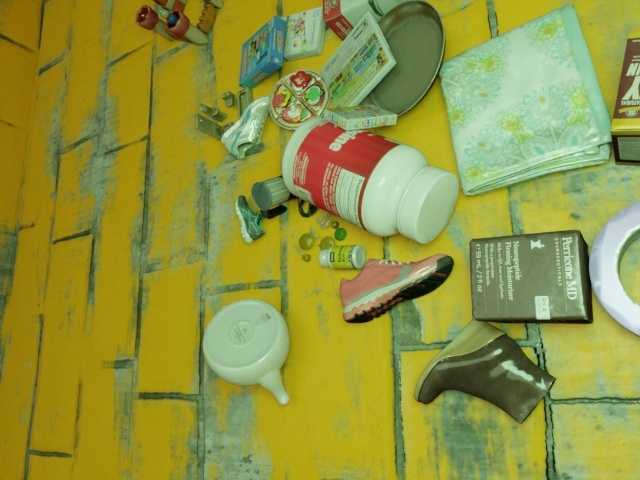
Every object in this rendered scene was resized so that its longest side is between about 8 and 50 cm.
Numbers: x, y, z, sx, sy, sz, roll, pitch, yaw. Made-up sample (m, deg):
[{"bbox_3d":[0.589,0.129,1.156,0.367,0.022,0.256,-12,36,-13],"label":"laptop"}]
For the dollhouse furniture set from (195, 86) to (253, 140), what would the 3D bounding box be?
[{"bbox_3d":[-0.323,-0.443,1.618,0.151,0.123,0.144,-16,71,30],"label":"dollhouse furniture set"}]

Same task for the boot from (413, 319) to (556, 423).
[{"bbox_3d":[0.338,0.311,1.025,0.248,0.090,0.207,-52,55,9],"label":"boot"}]

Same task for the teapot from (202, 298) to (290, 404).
[{"bbox_3d":[-0.193,0.296,1.339,0.253,0.187,0.256,2,53,16],"label":"teapot"}]

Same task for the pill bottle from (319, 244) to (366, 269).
[{"bbox_3d":[0.058,0.046,1.289,0.116,0.065,0.065,-4,77,34],"label":"pill bottle"}]

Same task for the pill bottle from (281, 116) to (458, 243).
[{"bbox_3d":[0.117,-0.148,1.194,0.408,0.229,0.229,28,95,34],"label":"pill bottle"}]

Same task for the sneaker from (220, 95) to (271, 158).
[{"bbox_3d":[-0.219,-0.368,1.566,0.228,0.087,0.092,-45,75,19],"label":"sneaker"}]

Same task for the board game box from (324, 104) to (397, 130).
[{"bbox_3d":[0.102,-0.314,1.222,0.103,0.154,0.026,41,136,45],"label":"board game box"}]

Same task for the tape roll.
[{"bbox_3d":[0.649,0.055,0.877,0.275,0.090,0.274,-8,76,33],"label":"tape roll"}]

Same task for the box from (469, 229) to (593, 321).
[{"bbox_3d":[0.425,0.081,0.972,0.203,0.167,0.168,-7,76,32],"label":"box"}]

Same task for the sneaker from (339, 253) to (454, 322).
[{"bbox_3d":[0.167,0.088,1.177,0.314,0.116,0.136,-31,63,25],"label":"sneaker"}]

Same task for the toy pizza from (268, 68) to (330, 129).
[{"bbox_3d":[-0.069,-0.435,1.471,0.201,0.032,0.201,-4,76,16],"label":"toy pizza"}]

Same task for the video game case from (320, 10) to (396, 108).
[{"bbox_3d":[0.099,-0.489,1.357,0.227,0.026,0.206,-41,54,38],"label":"video game case"}]

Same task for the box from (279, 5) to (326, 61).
[{"bbox_3d":[-0.071,-0.658,1.551,0.186,0.038,0.145,4,82,33],"label":"box"}]

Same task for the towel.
[{"bbox_3d":[0.449,-0.308,1.094,0.321,0.090,0.374,-15,71,30],"label":"towel"}]

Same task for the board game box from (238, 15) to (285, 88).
[{"bbox_3d":[-0.194,-0.609,1.579,0.210,0.047,0.160,-9,74,51],"label":"board game box"}]

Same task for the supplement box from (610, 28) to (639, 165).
[{"bbox_3d":[0.632,-0.258,0.894,0.129,0.194,0.191,10,85,35],"label":"supplement box"}]

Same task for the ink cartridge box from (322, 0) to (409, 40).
[{"bbox_3d":[0.148,-0.729,1.374,0.273,0.114,0.197,-11,73,33],"label":"ink cartridge box"}]

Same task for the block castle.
[{"bbox_3d":[-0.513,-0.991,1.816,0.303,0.213,0.453,25,94,35],"label":"block castle"}]

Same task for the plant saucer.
[{"bbox_3d":[0.211,-0.467,1.272,0.311,0.050,0.310,-11,76,49],"label":"plant saucer"}]

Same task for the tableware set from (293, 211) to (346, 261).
[{"bbox_3d":[0.000,0.000,1.366,0.154,0.024,0.104,-43,63,17],"label":"tableware set"}]

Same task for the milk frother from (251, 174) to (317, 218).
[{"bbox_3d":[-0.100,-0.120,1.389,0.143,0.135,0.129,12,117,38],"label":"milk frother"}]

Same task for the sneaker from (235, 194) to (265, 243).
[{"bbox_3d":[-0.216,-0.073,1.513,0.076,0.065,0.166,-22,70,11],"label":"sneaker"}]
